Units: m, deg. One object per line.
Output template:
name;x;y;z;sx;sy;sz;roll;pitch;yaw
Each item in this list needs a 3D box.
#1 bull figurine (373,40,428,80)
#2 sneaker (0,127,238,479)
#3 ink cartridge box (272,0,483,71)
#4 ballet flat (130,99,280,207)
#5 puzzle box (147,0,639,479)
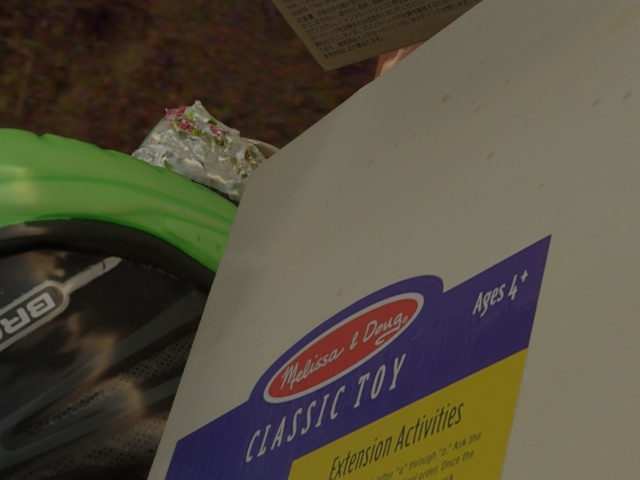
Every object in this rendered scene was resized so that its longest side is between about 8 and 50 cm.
bull figurine;0.101;-0.066;1.636;0.188;0.101;0.310;-3;69;28
sneaker;-0.009;0.100;0.776;0.185;0.482;0.202;-23;62;49
ink cartridge box;0.049;-0.215;1.016;0.234;0.088;0.193;-12;124;42
ballet flat;0.000;0.000;0.976;0.091;0.241;0.077;-31;37;37
puzzle box;0.081;0.020;0.335;0.409;0.052;0.272;-33;33;47
